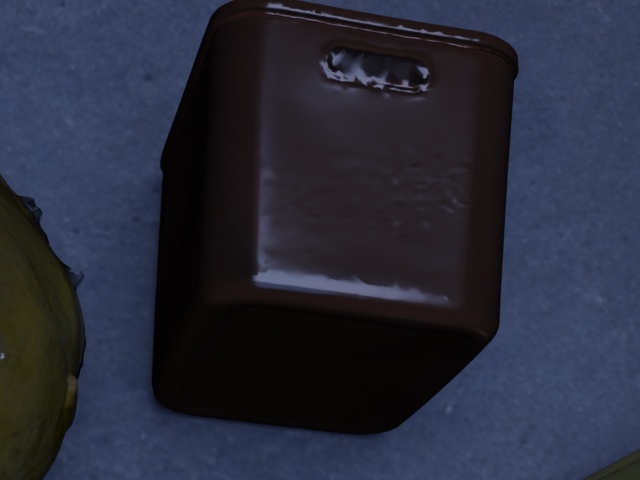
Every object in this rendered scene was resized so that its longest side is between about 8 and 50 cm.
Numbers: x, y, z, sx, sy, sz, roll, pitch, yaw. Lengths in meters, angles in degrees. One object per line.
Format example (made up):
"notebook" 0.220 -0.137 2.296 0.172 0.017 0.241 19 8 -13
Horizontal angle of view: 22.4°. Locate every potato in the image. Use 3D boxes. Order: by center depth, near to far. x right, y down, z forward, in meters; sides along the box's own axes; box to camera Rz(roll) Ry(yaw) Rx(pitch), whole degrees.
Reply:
"potato" -0.302 0.027 1.217 0.290 0.296 0.397 -2 68 -17

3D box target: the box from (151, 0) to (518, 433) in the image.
"box" 0.000 0.000 1.281 0.239 0.339 0.229 8 68 -11

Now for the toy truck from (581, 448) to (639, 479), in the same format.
"toy truck" 0.212 0.290 1.259 0.405 0.254 0.180 -24 114 -18
